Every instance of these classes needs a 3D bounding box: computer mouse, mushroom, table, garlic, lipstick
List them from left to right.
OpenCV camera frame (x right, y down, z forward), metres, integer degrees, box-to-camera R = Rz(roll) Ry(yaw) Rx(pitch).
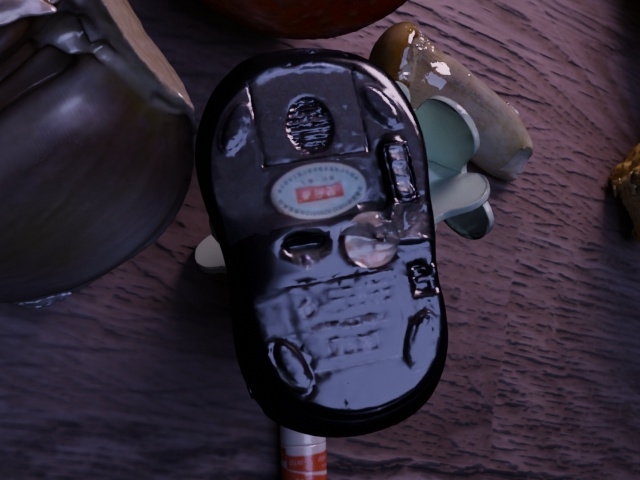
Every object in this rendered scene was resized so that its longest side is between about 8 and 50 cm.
[{"bbox_3d":[-0.199,-0.059,0.455,0.292,0.237,0.210,-36,95,14],"label":"garlic"},{"bbox_3d":[-0.015,0.155,0.637,0.038,0.038,0.130,1,86,-29],"label":"lipstick"},{"bbox_3d":[0.000,0.000,0.474,0.137,0.096,0.233,-7,82,-4],"label":"computer mouse"},{"bbox_3d":[0.014,-0.014,0.600,0.198,0.166,0.166,-38,104,-24],"label":"table"},{"bbox_3d":[0.128,-0.118,0.725,0.209,0.071,0.084,28,79,-27],"label":"mushroom"}]

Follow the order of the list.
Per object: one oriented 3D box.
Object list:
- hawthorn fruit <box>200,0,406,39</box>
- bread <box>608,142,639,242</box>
[{"bbox_3d":[-0.016,-0.252,0.564,0.235,0.231,0.262,-23,105,11],"label":"hawthorn fruit"},{"bbox_3d":[0.417,-0.086,0.781,0.121,0.245,0.174,47,65,-6],"label":"bread"}]
